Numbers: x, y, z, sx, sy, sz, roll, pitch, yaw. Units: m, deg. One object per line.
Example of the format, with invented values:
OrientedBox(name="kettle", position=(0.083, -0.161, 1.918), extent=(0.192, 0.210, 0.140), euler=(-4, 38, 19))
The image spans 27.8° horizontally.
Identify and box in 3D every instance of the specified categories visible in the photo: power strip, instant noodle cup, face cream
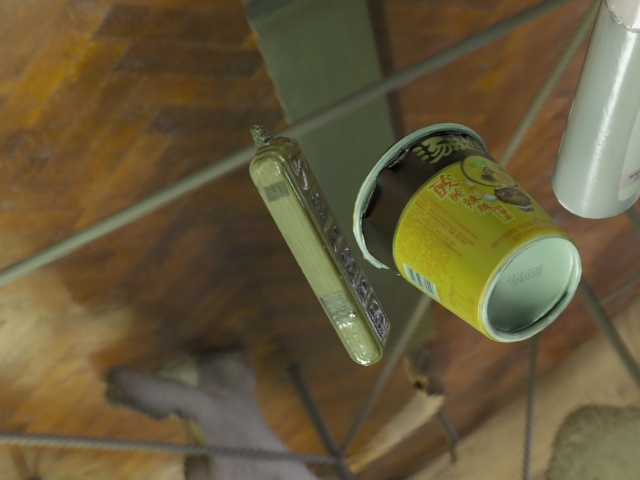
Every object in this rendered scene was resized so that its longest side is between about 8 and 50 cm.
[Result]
OrientedBox(name="power strip", position=(0.000, 0.000, 1.830), extent=(0.066, 0.387, 0.092), euler=(-21, -159, 23))
OrientedBox(name="instant noodle cup", position=(0.182, 0.001, 1.556), extent=(0.215, 0.236, 0.215), euler=(-18, 130, -23))
OrientedBox(name="face cream", position=(0.233, -0.131, 0.962), extent=(0.107, 0.073, 0.269), euler=(-51, 159, -34))
